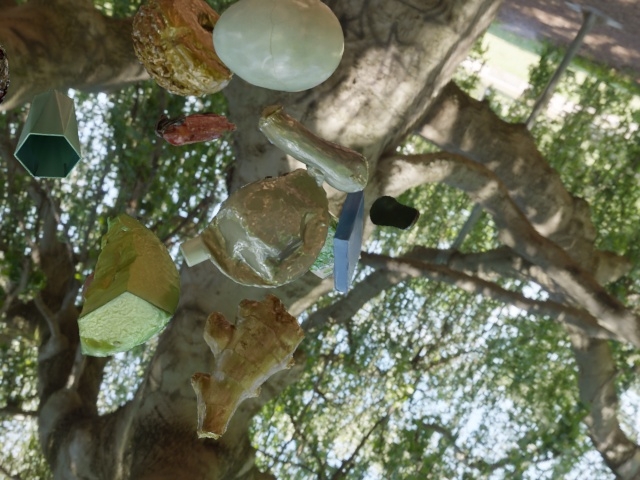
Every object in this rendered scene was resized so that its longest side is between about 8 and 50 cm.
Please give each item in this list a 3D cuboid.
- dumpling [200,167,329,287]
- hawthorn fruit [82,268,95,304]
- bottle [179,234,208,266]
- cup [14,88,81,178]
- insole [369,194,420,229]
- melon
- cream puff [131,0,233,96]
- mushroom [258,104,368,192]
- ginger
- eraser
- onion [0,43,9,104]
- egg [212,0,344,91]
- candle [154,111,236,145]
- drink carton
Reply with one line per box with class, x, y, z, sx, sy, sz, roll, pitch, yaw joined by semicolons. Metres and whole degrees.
dumpling;-0.100;-0.022;1.211;0.227;0.243;0.175;55;-162;3
hawthorn fruit;-0.453;0.120;1.324;0.172;0.173;0.173;22;-161;-8
bottle;-0.444;0.013;2.363;0.245;0.104;0.104;-24;-141;-15
cup;-0.680;-0.279;1.480;0.134;0.148;0.236;-18;-135;0
insole;0.223;-0.086;1.801;0.012;0.110;0.309;35;176;-22
melon;-0.381;0.070;1.159;0.323;0.196;0.124;-106;-8;-52
cream puff;-0.385;-0.537;1.645;0.327;0.231;0.343;14;-132;-57
mushroom;-0.008;-0.179;1.166;0.278;0.099;0.096;28;-140;-32
ginger;-0.217;0.300;1.463;0.236;0.375;0.166;50;152;-10
eraser;0.069;0.010;1.434;0.042;0.144;0.312;14;154;9
onion;-0.768;-0.333;1.218;0.207;0.206;0.216;14;-167;23
egg;-0.067;-0.313;0.915;0.209;0.151;0.151;4;-162;7
candle;-0.239;-0.211;1.089;0.084;0.059;0.301;-8;-169;15
drink carton;0.000;0.000;1.713;0.271;0.161;0.108;39;-154;-54
